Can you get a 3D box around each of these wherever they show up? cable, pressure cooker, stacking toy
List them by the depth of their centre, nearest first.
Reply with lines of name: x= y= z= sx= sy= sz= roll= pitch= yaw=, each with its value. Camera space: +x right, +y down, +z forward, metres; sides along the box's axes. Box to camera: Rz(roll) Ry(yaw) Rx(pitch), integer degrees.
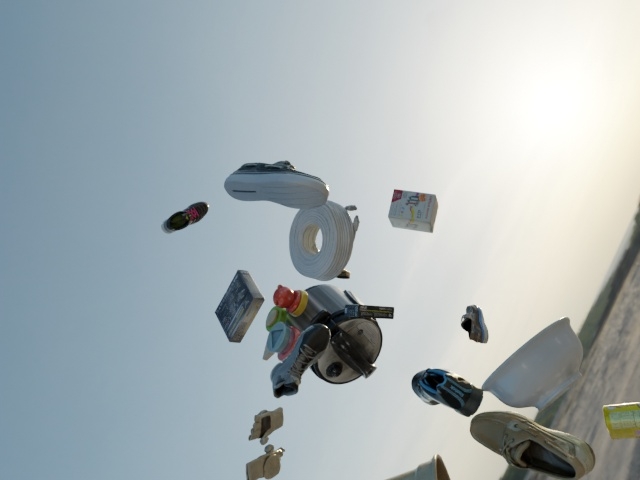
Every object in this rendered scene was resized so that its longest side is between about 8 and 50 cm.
cable: x=0.000 y=0.000 z=1.902 sx=0.089 sy=0.257 sz=0.257 roll=5 pitch=-85 yaw=-40
stacking toy: x=-0.197 y=0.357 z=2.591 sx=0.130 sy=0.279 sz=0.309 roll=27 pitch=-126 yaw=-29
pressure cooker: x=0.071 y=0.432 z=2.695 sx=0.369 sy=0.420 sz=0.376 roll=0 pitch=-69 yaw=-28

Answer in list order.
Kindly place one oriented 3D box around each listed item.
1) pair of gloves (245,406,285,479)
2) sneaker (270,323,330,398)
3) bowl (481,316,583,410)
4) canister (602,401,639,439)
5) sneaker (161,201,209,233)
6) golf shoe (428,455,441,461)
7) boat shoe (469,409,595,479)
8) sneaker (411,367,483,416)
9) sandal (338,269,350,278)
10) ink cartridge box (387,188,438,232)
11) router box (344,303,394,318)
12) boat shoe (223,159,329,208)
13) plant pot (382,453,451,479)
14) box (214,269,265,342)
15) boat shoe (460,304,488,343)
pair of gloves: x=-0.184 y=0.717 z=2.123 sx=0.204 sy=0.042 sz=0.240 roll=15 pitch=-105 yaw=-58
sneaker: x=-0.050 y=0.334 z=1.598 sx=0.229 sy=0.086 sz=0.132 roll=-52 pitch=14 yaw=16
bowl: x=0.572 y=0.342 z=1.561 sx=0.298 sy=0.134 sz=0.298 roll=-30 pitch=-29 yaw=-18
canister: x=0.825 y=0.460 z=1.552 sx=0.126 sy=0.170 sz=0.073 roll=50 pitch=-144 yaw=-42
sneaker: x=-0.433 y=-0.075 z=1.967 sx=0.170 sy=0.075 sz=0.063 roll=-30 pitch=-80 yaw=-21
golf shoe: x=0.433 y=0.924 z=2.329 sx=0.198 sy=0.094 sz=0.077 roll=-52 pitch=-43 yaw=-25
boat shoe: x=0.534 y=0.538 z=1.601 sx=0.110 sy=0.341 sz=0.122 roll=-11 pitch=-80 yaw=-45
sneaker: x=0.352 y=0.426 z=1.829 sx=0.125 sy=0.139 sz=0.341 roll=-58 pitch=12 yaw=-15
sandal: x=0.058 y=0.086 z=2.314 sx=0.240 sy=0.088 sz=0.079 roll=38 pitch=-125 yaw=-65
ink cartridge box: x=0.379 y=-0.119 z=2.455 sx=0.127 sy=0.176 sz=0.128 roll=53 pitch=-131 yaw=-65
router box: x=0.146 y=0.213 z=1.809 sx=0.122 sy=0.092 sz=0.038 roll=6 pitch=-98 yaw=-22
boat shoe: x=-0.118 y=-0.174 z=1.694 sx=0.119 sy=0.335 sz=0.121 roll=-64 pitch=-32 yaw=-29
plant pot: x=0.229 y=0.809 z=1.730 sx=0.334 sy=0.305 sz=0.334 roll=-16 pitch=-90 yaw=-76
box: x=-0.324 y=0.261 z=2.412 sx=0.056 sy=0.183 sz=0.231 roll=11 pitch=-62 yaw=-39
boat shoe: x=0.493 y=0.264 z=1.970 sx=0.183 sy=0.066 sz=0.066 roll=-92 pitch=9 yaw=-66
